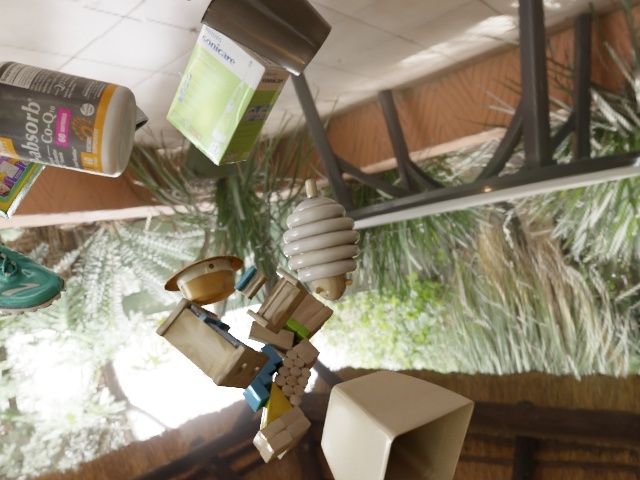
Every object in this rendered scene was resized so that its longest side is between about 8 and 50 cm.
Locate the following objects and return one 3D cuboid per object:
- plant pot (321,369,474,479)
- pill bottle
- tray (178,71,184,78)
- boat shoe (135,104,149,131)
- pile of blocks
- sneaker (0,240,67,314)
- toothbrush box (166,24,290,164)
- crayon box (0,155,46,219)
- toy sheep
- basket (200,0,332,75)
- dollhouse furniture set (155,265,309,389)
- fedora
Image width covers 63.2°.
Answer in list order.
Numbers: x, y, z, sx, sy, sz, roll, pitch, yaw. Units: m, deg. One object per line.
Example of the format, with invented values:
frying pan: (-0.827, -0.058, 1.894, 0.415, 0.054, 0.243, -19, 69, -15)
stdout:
plant pot: (0.062, 0.183, 0.489, 0.109, 0.109, 0.096, -6, -156, -38)
pill bottle: (-0.469, -0.210, 0.879, 0.279, 0.162, 0.162, 10, 175, -10)
tray: (-0.285, -0.414, 1.535, 0.271, 0.030, 0.145, 24, -177, -8)
boat shoe: (-0.601, -0.324, 1.560, 0.079, 0.081, 0.227, -39, -164, 52)
pile of blocks: (-0.082, 0.241, 0.964, 0.149, 0.112, 0.362, 21, -141, -5)
sneaker: (-0.553, 0.033, 0.850, 0.276, 0.109, 0.107, 23, -136, 3)
toothbrush box: (-0.235, -0.366, 1.309, 0.122, 0.206, 0.283, -27, 154, -55)
crayon box: (-0.852, -0.218, 1.409, 0.166, 0.278, 0.081, 29, 156, -17)
toy sheep: (0.000, 0.000, 0.553, 0.091, 0.131, 0.091, -16, 177, -1)
basket: (-0.103, -0.471, 1.104, 0.227, 0.204, 0.154, 35, 168, -17)
dollhouse furniture set: (-0.123, 0.115, 0.804, 0.183, 0.129, 0.129, -53, 161, -9)
fedora: (-0.263, 0.103, 1.219, 0.195, 0.079, 0.194, -22, 164, -7)
